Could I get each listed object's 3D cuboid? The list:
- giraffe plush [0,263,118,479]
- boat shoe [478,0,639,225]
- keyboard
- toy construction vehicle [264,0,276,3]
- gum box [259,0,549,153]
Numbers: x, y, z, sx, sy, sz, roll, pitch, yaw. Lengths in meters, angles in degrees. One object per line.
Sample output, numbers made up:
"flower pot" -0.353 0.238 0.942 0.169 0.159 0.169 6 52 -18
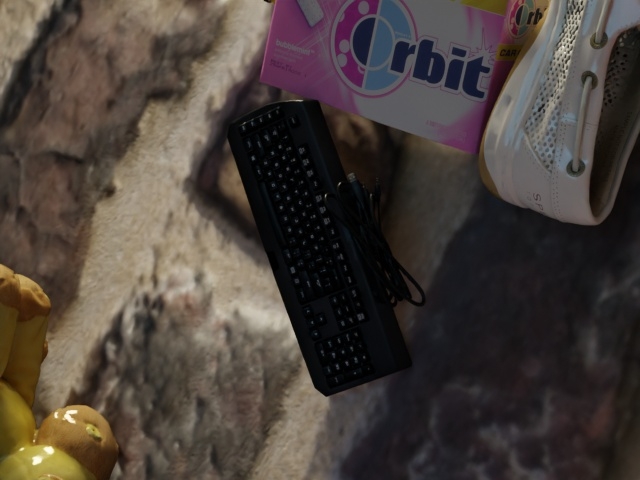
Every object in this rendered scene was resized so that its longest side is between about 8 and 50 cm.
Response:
"giraffe plush" -0.216 0.143 1.369 0.170 0.181 0.210 33 85 17
"boat shoe" 0.192 -0.139 1.196 0.096 0.098 0.277 26 101 38
"keyboard" 0.000 0.000 1.280 0.100 0.038 0.192 -23 86 30
"toy construction vehicle" 0.013 -0.197 1.380 0.086 0.035 0.098 25 99 39
"gum box" 0.051 -0.132 1.286 0.188 0.062 0.107 21 107 34
